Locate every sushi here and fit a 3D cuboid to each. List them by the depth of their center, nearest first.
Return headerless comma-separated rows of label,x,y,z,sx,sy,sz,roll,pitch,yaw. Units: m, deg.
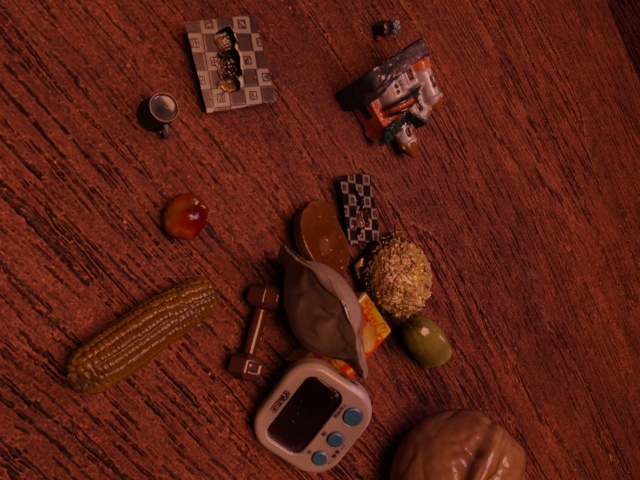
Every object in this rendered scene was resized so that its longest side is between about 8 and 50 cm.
sushi,-0.227,-0.431,1.406,0.192,0.050,0.215,-19,102,-30
sushi,0.101,-0.092,1.614,0.139,0.031,0.201,-9,92,-45

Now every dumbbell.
dumbbell,-0.158,0.221,1.380,0.092,0.082,0.231,21,75,-30

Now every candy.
candy,0.051,0.275,1.515,0.276,0.088,0.146,-46,111,-29

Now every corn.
corn,-0.371,0.195,1.219,0.363,0.120,0.121,-35,105,-35

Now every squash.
squash,0.295,0.277,1.637,0.123,0.123,0.187,-60,137,-22

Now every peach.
peach,-0.309,-0.053,1.298,0.100,0.100,0.101,3,84,-34

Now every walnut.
walnut,0.381,0.649,1.572,0.380,0.381,0.382,3,84,-34

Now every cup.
cup,-0.360,-0.279,1.286,0.078,0.077,0.100,-23,99,-33

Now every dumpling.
dumpling,0.007,0.159,1.342,0.181,0.260,0.342,-9,65,-4

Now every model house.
model house,0.237,-0.380,1.636,0.271,0.190,0.301,-39,109,-32

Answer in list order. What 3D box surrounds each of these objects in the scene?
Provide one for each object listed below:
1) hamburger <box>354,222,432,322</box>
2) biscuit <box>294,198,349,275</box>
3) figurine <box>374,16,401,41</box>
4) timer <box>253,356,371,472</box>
hamburger,0.217,0.095,1.612,0.243,0.138,0.262,-41,109,-29
biscuit,0.000,0.000,1.503,0.181,0.049,0.208,-32,100,-51
figurine,0.203,-0.638,1.723,0.106,0.047,0.060,-30,139,-39
timer,-0.018,0.418,1.382,0.237,0.087,0.262,35,101,-5
